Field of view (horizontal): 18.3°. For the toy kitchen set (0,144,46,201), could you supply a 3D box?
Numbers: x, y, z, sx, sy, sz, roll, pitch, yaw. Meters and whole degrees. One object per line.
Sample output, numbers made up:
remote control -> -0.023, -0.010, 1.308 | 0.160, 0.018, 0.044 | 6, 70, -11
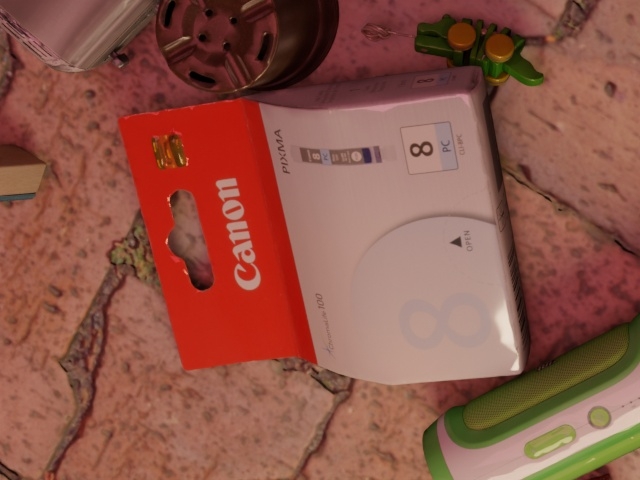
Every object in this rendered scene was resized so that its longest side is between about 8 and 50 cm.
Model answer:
toy kitchen set -> -0.430, -0.050, 2.146 | 0.207, 0.122, 0.166 | 30, 110, 27

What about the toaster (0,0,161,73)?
toaster -> -0.264, -0.277, 2.026 | 0.227, 0.129, 0.146 | 41, 111, 3

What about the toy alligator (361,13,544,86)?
toy alligator -> 0.138, -0.202, 1.986 | 0.190, 0.056, 0.051 | 18, 65, 11

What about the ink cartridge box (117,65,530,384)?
ink cartridge box -> 0.000, 0.000, 2.013 | 0.385, 0.091, 0.308 | -7, 113, 14

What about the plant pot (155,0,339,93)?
plant pot -> -0.080, -0.220, 1.973 | 0.167, 0.165, 0.167 | 3, 103, 13

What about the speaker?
speaker -> 0.255, 0.175, 2.001 | 0.296, 0.131, 0.131 | -29, 95, 18

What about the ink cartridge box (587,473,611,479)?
ink cartridge box -> 0.239, 0.299, 2.049 | 0.135, 0.099, 0.056 | -19, 99, 18
